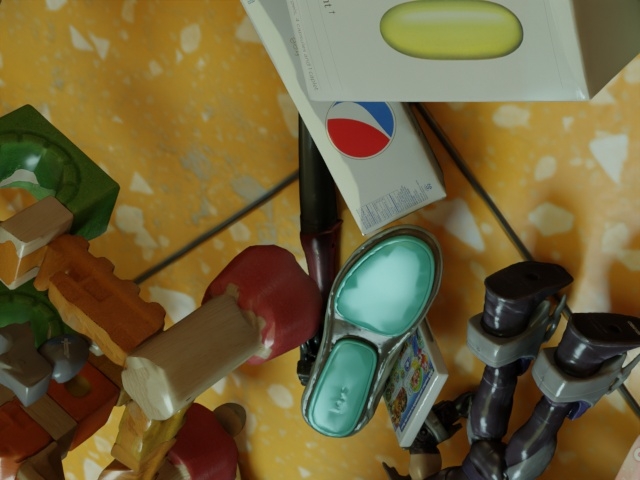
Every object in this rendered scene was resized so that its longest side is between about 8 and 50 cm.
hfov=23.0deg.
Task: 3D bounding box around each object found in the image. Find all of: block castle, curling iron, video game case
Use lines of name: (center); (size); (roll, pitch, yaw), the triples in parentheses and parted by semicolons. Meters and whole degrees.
block castle: (-0.230, 0.015, 1.291); (0.453, 0.213, 0.303); (40, 135, 14)
curling iron: (0.000, 0.000, 1.234); (0.035, 0.068, 0.274); (2, 118, 3)
video game case: (0.063, 0.085, 1.216); (0.122, 0.011, 0.087); (-108, 30, -41)

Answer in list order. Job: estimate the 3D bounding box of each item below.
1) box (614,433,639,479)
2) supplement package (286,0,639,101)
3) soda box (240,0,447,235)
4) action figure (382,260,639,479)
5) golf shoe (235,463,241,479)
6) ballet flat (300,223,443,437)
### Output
box: (0.235, 0.280, 1.097); (0.142, 0.154, 0.300); (28, 105, 19)
supplement package: (0.091, -0.200, 0.972); (0.203, 0.149, 0.194); (3, 119, 36)
soda box: (0.013, -0.118, 1.120); (0.069, 0.074, 0.216); (-25, 103, 10)
action figure: (0.139, 0.159, 1.182); (0.185, 0.099, 0.285); (43, 127, 33)
golf shoe: (-0.079, 0.261, 1.456); (0.093, 0.077, 0.198); (18, 135, 12)
ballet flat: (0.037, 0.058, 1.184); (0.072, 0.068, 0.213); (23, 125, 1)
